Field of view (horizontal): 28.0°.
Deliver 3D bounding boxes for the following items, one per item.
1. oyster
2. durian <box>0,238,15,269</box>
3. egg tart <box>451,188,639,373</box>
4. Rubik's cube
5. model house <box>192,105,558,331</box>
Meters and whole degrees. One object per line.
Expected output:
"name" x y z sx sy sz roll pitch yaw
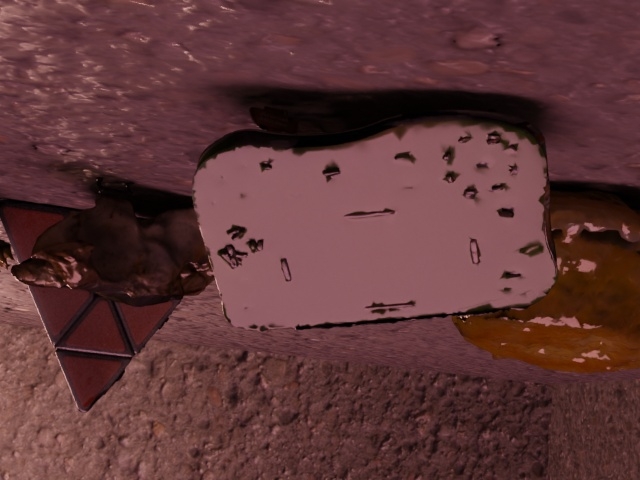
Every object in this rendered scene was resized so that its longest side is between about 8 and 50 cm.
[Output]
"oyster" -0.217 0.007 1.514 0.198 0.133 0.337 -15 170 23
"durian" -0.515 0.010 1.670 0.305 0.185 0.195 10 -162 25
"egg tart" 0.275 0.049 1.431 0.388 0.169 0.388 7 166 2
"Rubik's cube" -0.298 0.048 1.751 0.229 0.233 0.228 -34 158 -44
"model house" 0.051 -0.050 1.120 0.294 0.154 0.207 -5 125 10
